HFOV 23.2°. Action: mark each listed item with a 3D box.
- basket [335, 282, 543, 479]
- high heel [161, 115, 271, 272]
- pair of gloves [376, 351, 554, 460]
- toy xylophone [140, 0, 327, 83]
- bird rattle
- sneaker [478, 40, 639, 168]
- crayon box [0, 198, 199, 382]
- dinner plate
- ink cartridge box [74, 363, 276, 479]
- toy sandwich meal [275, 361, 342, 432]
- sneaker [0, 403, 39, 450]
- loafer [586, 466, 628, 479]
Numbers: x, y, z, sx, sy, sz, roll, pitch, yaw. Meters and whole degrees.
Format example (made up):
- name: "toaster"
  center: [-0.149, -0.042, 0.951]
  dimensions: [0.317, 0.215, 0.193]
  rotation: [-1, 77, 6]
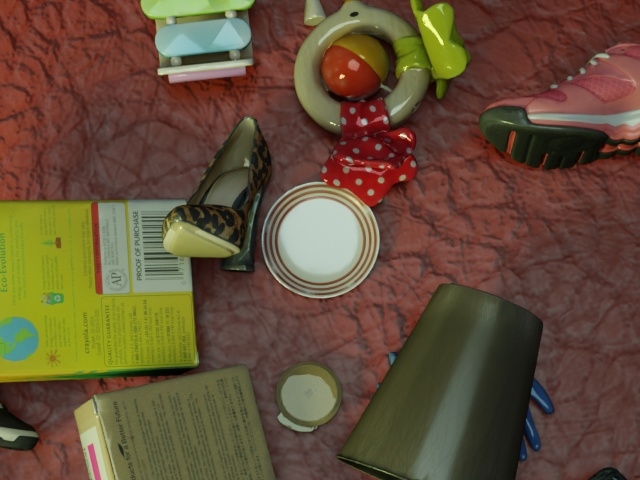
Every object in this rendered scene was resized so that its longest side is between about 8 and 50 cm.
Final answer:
- name: "basket"
  center: [0.153, 0.176, 1.743]
  dimensions: [0.204, 0.154, 0.227]
  rotation: [21, 79, 7]
- name: "high heel"
  center: [-0.118, -0.071, 1.752]
  dimensions: [0.093, 0.261, 0.186]
  rotation: [2, 82, 13]
- name: "pair of gloves"
  center: [0.170, 0.190, 1.824]
  dimensions: [0.198, 0.023, 0.159]
  rotation: [-11, 82, -2]
- name: "toy xylophone"
  center: [-0.124, -0.346, 1.887]
  dimensions: [0.236, 0.081, 0.323]
  rotation: [-15, 81, -3]
- name: "bird rattle"
  center: [0.064, -0.181, 1.860]
  dimensions: [0.207, 0.143, 0.253]
  rotation: [34, 90, 21]
- name: "sneaker"
  center: [0.337, -0.169, 1.859]
  dimensions: [0.313, 0.116, 0.136]
  rotation: [-3, 70, -8]
- name: "crayon box"
  center: [-0.305, 0.056, 1.764]
  dimensions: [0.318, 0.081, 0.202]
  rotation: [0, 78, -21]
- name: "dinner plate"
  center: [0.000, 0.000, 1.859]
  dimensions: [0.141, 0.017, 0.141]
  rotation: [0, 79, -1]
- name: "ink cartridge box"
  center: [-0.152, 0.273, 1.739]
  dimensions: [0.193, 0.088, 0.235]
  rotation: [-9, 79, -27]
- name: "toy sandwich meal"
  center: [-0.014, 0.184, 1.821]
  dimensions: [0.085, 0.029, 0.086]
  rotation: [0, 75, 0]
- name: "sneaker"
  center: [-0.419, 0.160, 1.773]
  dimensions: [0.234, 0.084, 0.097]
  rotation: [25, 80, 4]
- name: "loafer"
  center: [0.271, 0.348, 1.768]
  dimensions: [0.223, 0.076, 0.078]
  rotation: [-36, 74, -10]
